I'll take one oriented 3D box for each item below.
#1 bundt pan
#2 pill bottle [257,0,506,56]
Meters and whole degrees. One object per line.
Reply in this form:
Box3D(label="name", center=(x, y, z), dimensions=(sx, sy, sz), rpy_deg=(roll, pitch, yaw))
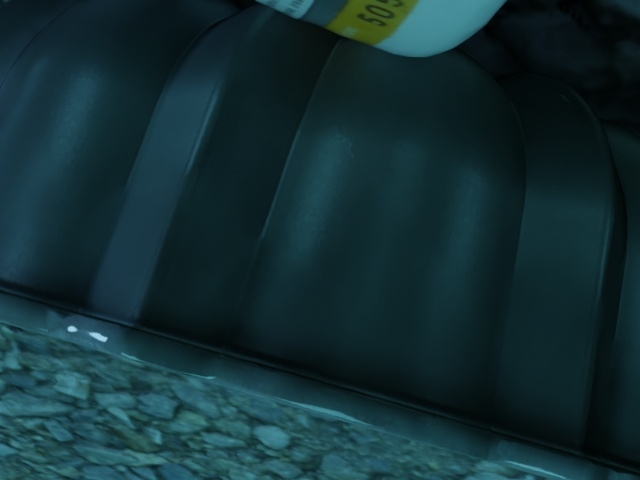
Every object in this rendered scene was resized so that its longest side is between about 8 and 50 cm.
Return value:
Box3D(label="bundt pan", center=(0.000, 0.000, 0.494), dimensions=(0.330, 0.124, 0.331), rpy_deg=(16, 174, 2))
Box3D(label="pill bottle", center=(-0.065, -0.164, 0.316), dimensions=(0.278, 0.162, 0.162), rpy_deg=(20, 146, -10))
